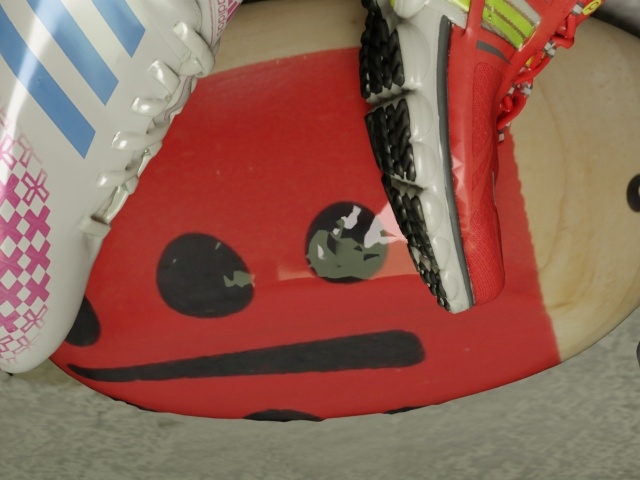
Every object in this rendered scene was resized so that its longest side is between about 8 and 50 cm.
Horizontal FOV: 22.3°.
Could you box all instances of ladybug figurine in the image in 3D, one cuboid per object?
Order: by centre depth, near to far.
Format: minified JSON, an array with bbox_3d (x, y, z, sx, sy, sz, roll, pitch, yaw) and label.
[{"bbox_3d":[0.000,0.000,0.943,0.449,0.162,0.305,-9,144,15],"label":"ladybug figurine"}]

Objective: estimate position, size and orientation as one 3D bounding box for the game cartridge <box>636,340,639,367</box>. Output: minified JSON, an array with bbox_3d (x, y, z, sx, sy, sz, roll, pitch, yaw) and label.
[{"bbox_3d":[0.379,-0.002,0.941,0.355,0.068,0.230,-9,151,-12],"label":"game cartridge"}]

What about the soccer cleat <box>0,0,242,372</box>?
[{"bbox_3d":[-0.107,-0.078,0.778,0.143,0.116,0.331,5,116,-1],"label":"soccer cleat"}]

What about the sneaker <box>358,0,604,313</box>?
[{"bbox_3d":[0.082,-0.099,0.750,0.118,0.107,0.279,-5,105,-8],"label":"sneaker"}]
